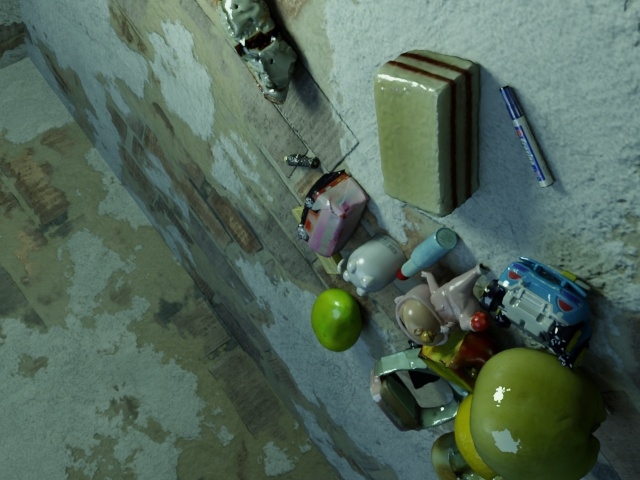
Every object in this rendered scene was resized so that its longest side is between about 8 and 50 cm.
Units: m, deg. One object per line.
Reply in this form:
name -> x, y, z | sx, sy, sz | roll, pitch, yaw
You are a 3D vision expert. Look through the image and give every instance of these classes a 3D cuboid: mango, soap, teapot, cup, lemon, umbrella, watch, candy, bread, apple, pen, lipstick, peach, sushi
mango -> 0.052, 0.257, 2.152 | 0.185, 0.149, 0.273 | 44, 148, 36
soap -> -0.001, 0.001, 2.049 | 0.252, 0.037, 0.092 | 61, 155, -14
teapot -> 0.298, 0.368, 1.954 | 0.096, 0.087, 0.177 | -118, 6, -60
cup -> 0.129, 0.063, 1.778 | 0.173, 0.142, 0.134 | 39, 152, 29
lemon -> 0.452, 0.471, 1.638 | 0.219, 0.240, 0.240 | 60, 159, 23
umbrella -> -0.059, -0.231, 1.855 | 0.144, 0.037, 0.040 | 16, 141, 49
watch -> 0.295, 0.417, 1.827 | 0.253, 0.241, 0.162 | 51, -161, -14
candy -> 0.215, -0.210, 1.296 | 0.179, 0.135, 0.321 | 31, 147, 37
bread -> 0.491, 0.721, 1.960 | 0.333, 0.160, 0.333 | 42, 154, 27
apple -> 0.466, 0.365, 1.394 | 0.257, 0.295, 0.233 | 4, 134, 39
pen -> 0.375, -0.188, 1.171 | 0.025, 0.025, 0.204 | -3, 120, 61
lipstick -> 0.257, 0.044, 1.616 | 0.061, 0.068, 0.274 | 60, 156, 12
peach -> 0.366, 0.296, 1.642 | 0.154, 0.159, 0.267 | 45, 168, -3
sushi -> -0.153, -0.498, 1.583 | 0.332, 0.124, 0.130 | 58, 165, -12

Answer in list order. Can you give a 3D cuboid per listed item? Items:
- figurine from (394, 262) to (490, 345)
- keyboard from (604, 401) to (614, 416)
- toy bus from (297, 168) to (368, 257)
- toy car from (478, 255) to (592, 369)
figurine -> 0.286, 0.166, 1.555 | 0.287, 0.186, 0.176 | -24, 95, 49
keyboard -> 0.621, 0.401, 1.503 | 0.055, 0.017, 0.166 | 53, 155, 13
toy bus -> 0.027, -0.066, 1.808 | 0.147, 0.127, 0.303 | 44, 153, 14
toy car -> 0.458, 0.137, 1.293 | 0.198, 0.166, 0.314 | 36, 178, 34
